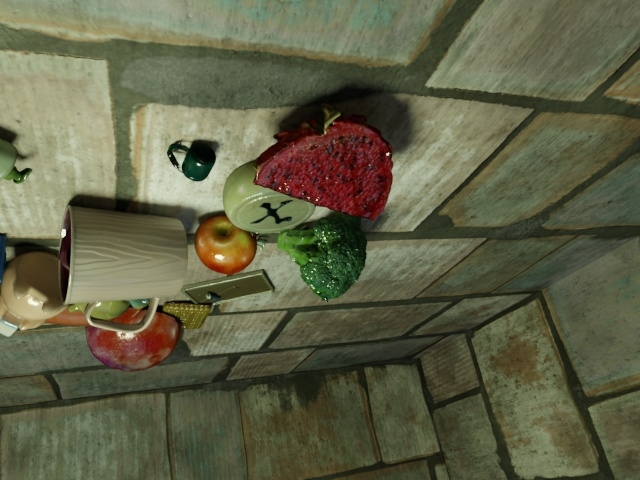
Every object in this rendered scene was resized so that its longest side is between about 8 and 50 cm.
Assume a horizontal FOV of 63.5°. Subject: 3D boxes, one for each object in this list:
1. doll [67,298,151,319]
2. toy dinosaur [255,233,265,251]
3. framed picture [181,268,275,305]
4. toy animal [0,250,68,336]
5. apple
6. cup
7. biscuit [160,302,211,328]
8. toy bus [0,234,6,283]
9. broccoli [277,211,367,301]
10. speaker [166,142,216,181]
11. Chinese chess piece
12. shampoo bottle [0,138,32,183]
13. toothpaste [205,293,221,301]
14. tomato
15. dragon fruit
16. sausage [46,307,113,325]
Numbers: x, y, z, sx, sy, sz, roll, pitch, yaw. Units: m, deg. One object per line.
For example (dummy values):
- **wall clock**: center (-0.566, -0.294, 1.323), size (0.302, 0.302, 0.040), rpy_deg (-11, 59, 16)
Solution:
- **doll**: center (-0.570, 0.128, 1.453), size (0.260, 0.161, 0.177), rpy_deg (-23, -168, 22)
- **toy dinosaur**: center (-0.217, 0.006, 1.499), size (0.106, 0.044, 0.187), rpy_deg (4, 156, 2)
- **framed picture**: center (-0.321, 0.175, 1.833), size (0.289, 0.020, 0.211), rpy_deg (-13, 155, 2)
- **toy animal**: center (-0.762, 0.146, 1.346), size (0.256, 0.213, 0.195), rpy_deg (-30, 127, 24)
- **apple**: center (-0.246, 0.012, 1.353), size (0.163, 0.163, 0.139), rpy_deg (-7, 147, -10)
- **cup**: center (-0.474, 0.068, 1.232), size (0.273, 0.288, 0.208), rpy_deg (2, 161, -34)
- **biscuit**: center (-0.517, 0.291, 1.959), size (0.172, 0.029, 0.254), rpy_deg (7, 151, -20)
- **toy bus**: center (-0.899, 0.080, 1.240), size (0.287, 0.138, 0.175), rpy_deg (-28, 150, 31)
- **broccoli**: center (0.003, 0.020, 1.438), size (0.269, 0.269, 0.254), rpy_deg (-14, 146, 7)
- **speaker**: center (-0.270, -0.165, 1.077), size (0.094, 0.060, 0.075), rpy_deg (4, 150, -29)
- **Chinese chess piece**: center (-0.118, -0.100, 1.245), size (0.237, 0.092, 0.238), rpy_deg (-10, 156, -4)
- **shampoo bottle**: center (-0.628, -0.157, 0.908), size (0.118, 0.087, 0.234), rpy_deg (-22, 153, 18)
- **toothpaste**: center (-0.381, 0.203, 1.825), size (0.027, 0.019, 0.083), rpy_deg (-33, 156, 7)
- **tomato**: center (-0.682, 0.367, 1.871), size (0.335, 0.176, 0.289), rpy_deg (21, 140, -33)
- **dragon fruit**: center (0.022, -0.189, 1.080), size (0.317, 0.152, 0.205), rpy_deg (17, 124, -32)
- **sausage**: center (-0.768, 0.213, 1.619), size (0.259, 0.114, 0.113), rpy_deg (12, 147, -38)
